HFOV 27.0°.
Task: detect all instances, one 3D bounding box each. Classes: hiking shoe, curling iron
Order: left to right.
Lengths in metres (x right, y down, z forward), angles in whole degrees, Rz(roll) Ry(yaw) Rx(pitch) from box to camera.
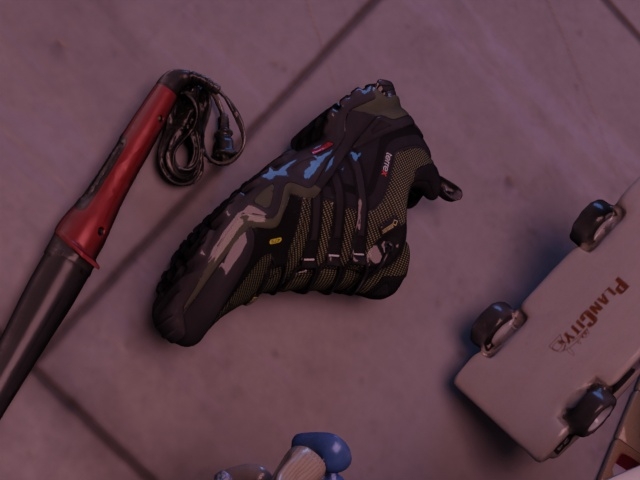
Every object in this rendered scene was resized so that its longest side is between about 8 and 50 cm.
[{"bbox_3d":[-0.128,0.008,0.772,0.068,0.035,0.274,39,65,-13],"label":"curling iron"},{"bbox_3d":[0.000,0.000,0.807,0.114,0.086,0.227,48,62,-5],"label":"hiking shoe"}]

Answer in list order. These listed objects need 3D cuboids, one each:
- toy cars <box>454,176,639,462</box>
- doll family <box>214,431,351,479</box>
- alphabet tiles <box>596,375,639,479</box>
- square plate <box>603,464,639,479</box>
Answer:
[{"bbox_3d":[0.174,0.156,0.843,0.176,0.087,0.394,-1,72,20],"label":"toy cars"},{"bbox_3d":[-0.052,0.230,0.700,0.163,0.118,0.263,-52,137,-49],"label":"doll family"},{"bbox_3d":[0.288,0.218,0.940,0.237,0.009,0.198,35,65,-15],"label":"alphabet tiles"},{"bbox_3d":[0.108,0.294,0.691,0.347,0.049,0.344,-19,120,-19],"label":"square plate"}]
